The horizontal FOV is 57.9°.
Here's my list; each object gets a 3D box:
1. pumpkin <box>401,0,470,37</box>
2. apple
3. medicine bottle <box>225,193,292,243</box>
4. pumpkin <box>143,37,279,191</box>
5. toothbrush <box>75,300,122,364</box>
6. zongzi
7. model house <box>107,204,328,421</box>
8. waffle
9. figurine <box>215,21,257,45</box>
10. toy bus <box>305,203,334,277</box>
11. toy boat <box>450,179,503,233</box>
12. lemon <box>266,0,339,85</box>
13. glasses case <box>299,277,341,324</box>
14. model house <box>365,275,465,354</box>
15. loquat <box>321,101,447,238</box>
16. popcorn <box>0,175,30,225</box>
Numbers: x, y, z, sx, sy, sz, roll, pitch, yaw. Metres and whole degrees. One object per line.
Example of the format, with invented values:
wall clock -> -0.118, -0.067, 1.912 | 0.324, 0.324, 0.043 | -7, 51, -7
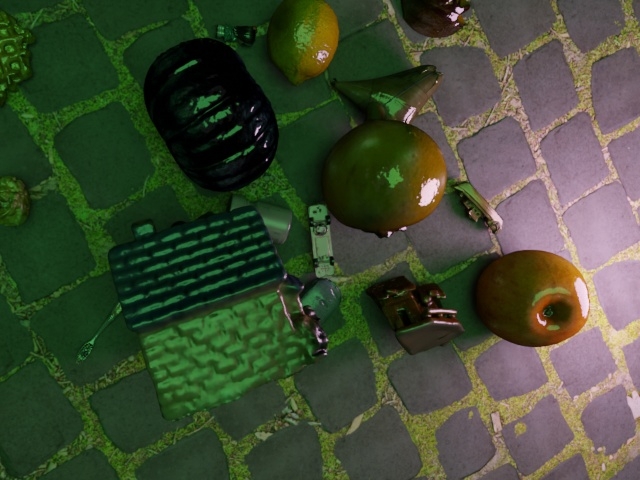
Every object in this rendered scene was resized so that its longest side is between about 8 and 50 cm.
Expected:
pumpkin -> 0.308, -0.681, 1.606 | 0.149, 0.130, 0.254 | -36, 104, -10
apple -> 0.621, 0.173, 1.688 | 0.298, 0.275, 0.299 | -2, 101, -12
medicine bottle -> -0.168, -0.056, 1.543 | 0.168, 0.105, 0.105 | 14, 91, -16
pumpkin -> -0.256, -0.297, 1.370 | 0.266, 0.363, 0.364 | -29, 101, -3
toothbrush -> -0.516, 0.164, 1.507 | 0.028, 0.037, 0.375 | 39, 82, -17
zongzi -> 0.186, -0.439, 1.611 | 0.256, 0.115, 0.228 | 36, 83, -5
model house -> -0.250, 0.099, 1.341 | 0.394, 0.445, 0.400 | -21, 105, -12
waffle -> -0.828, -0.444, 1.363 | 0.290, 0.051, 0.291 | -1, 92, -16
figurine -> -0.221, -0.547, 1.521 | 0.105, 0.047, 0.060 | 7, 62, -8
toy bus -> 0.000, 0.000, 1.599 | 0.063, 0.090, 0.203 | -6, 97, -4
toy boat -> 0.467, -0.098, 1.733 | 0.206, 0.064, 0.072 | 43, 101, -12
lemon -> -0.046, -0.528, 1.496 | 0.188, 0.188, 0.257 | 11, 88, -15
glasses case -> -0.058, 0.221, 1.613 | 0.282, 0.067, 0.109 | -45, 109, -6
model house -> 0.264, 0.187, 1.637 | 0.199, 0.220, 0.229 | -26, 56, -4
loquat -> 0.162, -0.185, 1.510 | 0.328, 0.328, 0.360 | -4, 88, -14
popcorn -> -0.754, -0.095, 1.383 | 0.106, 0.116, 0.121 | 4, 135, -7
